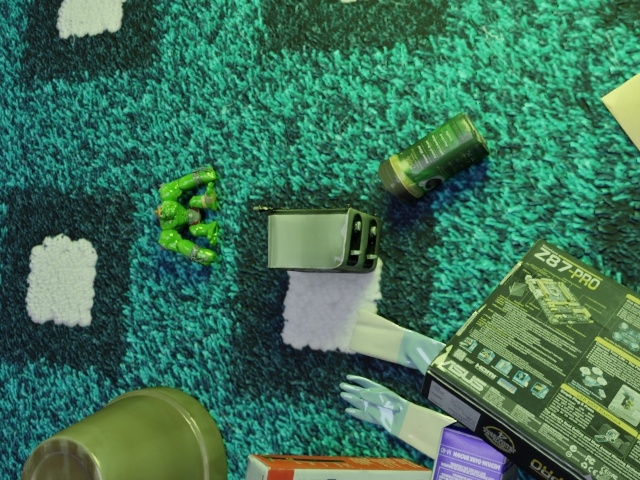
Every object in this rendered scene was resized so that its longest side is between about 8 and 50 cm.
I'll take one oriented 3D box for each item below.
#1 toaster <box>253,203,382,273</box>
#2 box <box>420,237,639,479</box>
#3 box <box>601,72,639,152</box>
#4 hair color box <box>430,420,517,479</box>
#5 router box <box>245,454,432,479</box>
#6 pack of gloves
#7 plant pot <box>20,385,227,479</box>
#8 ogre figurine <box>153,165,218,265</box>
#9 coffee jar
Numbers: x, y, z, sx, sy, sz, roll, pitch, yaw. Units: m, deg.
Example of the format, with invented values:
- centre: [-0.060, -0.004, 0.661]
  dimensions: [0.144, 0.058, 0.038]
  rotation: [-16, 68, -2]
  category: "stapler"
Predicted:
- centre: [0.000, 0.000, 1.293]
  dimensions: [0.186, 0.168, 0.110]
  rotation: [0, 84, 24]
  category: "toaster"
- centre: [0.393, 0.207, 1.035]
  dimensions: [0.395, 0.097, 0.318]
  rotation: [33, 61, 24]
  category: "box"
- centre: [0.567, -0.191, 1.142]
  dimensions: [0.164, 0.021, 0.201]
  rotation: [-34, 71, 17]
  category: "box"
- centre: [0.220, 0.455, 1.121]
  dimensions: [0.110, 0.185, 0.338]
  rotation: [13, 89, 24]
  category: "hair color box"
- centre: [0.013, 0.515, 1.153]
  dimensions: [0.082, 0.301, 0.335]
  rotation: [0, 81, 63]
  category: "router box"
- centre: [0.149, 0.247, 1.272]
  dimensions: [0.232, 0.046, 0.195]
  rotation: [22, 103, 28]
  category: "pack of gloves"
- centre: [-0.377, 0.438, 1.346]
  dimensions: [0.323, 0.280, 0.323]
  rotation: [-4, 81, 23]
  category: "plant pot"
- centre: [-0.268, -0.047, 1.468]
  dimensions: [0.118, 0.097, 0.197]
  rotation: [-3, 97, 6]
  category: "ogre figurine"
- centre: [0.193, -0.138, 1.264]
  dimensions: [0.184, 0.096, 0.079]
  rotation: [-32, 68, 17]
  category: "coffee jar"
